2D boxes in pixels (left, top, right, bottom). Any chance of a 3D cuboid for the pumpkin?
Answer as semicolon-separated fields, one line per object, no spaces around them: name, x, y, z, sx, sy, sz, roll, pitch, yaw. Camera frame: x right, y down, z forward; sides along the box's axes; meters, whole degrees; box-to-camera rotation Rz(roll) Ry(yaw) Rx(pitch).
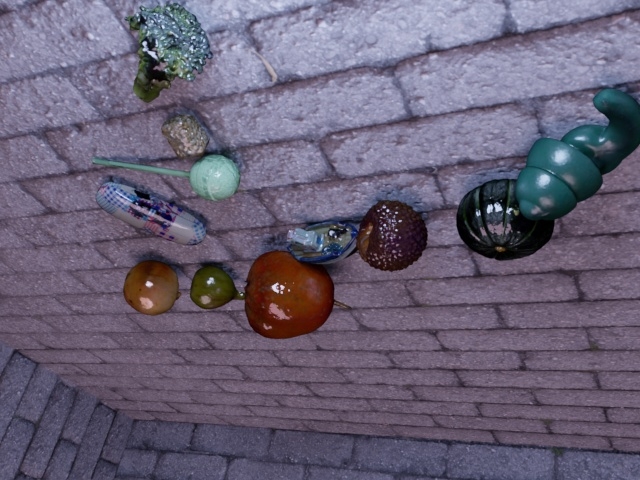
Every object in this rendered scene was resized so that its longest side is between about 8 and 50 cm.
pumpkin;0.428;-0.045;1.533;0.221;0.161;0.220;13;152;7

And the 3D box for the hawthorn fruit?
hawthorn fruit;-0.066;0.170;1.961;0.331;0.287;0.287;11;149;-6

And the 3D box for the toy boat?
toy boat;0.000;0.000;1.794;0.262;0.114;0.115;-6;154;33

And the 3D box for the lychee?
lychee;0.190;-0.007;1.672;0.188;0.188;0.188;9;148;6

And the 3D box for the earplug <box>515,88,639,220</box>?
earplug;0.514;-0.154;1.327;0.164;0.280;0.257;38;-178;-3

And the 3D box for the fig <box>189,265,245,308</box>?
fig;-0.338;0.170;2.169;0.186;0.142;0.148;29;174;-2

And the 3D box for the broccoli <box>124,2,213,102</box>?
broccoli;-0.330;-0.361;1.356;0.146;0.164;0.304;-7;174;-29

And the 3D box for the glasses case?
glasses case;-0.486;-0.073;1.903;0.328;0.076;0.125;25;145;-18

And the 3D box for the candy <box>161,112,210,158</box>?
candy;-0.323;-0.248;1.573;0.095;0.085;0.110;-11;131;20

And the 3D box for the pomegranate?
pomegranate;-0.564;0.162;2.202;0.191;0.191;0.191;9;148;6

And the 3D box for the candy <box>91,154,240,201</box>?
candy;-0.408;-0.179;1.708;0.440;0.119;0.119;9;149;21
